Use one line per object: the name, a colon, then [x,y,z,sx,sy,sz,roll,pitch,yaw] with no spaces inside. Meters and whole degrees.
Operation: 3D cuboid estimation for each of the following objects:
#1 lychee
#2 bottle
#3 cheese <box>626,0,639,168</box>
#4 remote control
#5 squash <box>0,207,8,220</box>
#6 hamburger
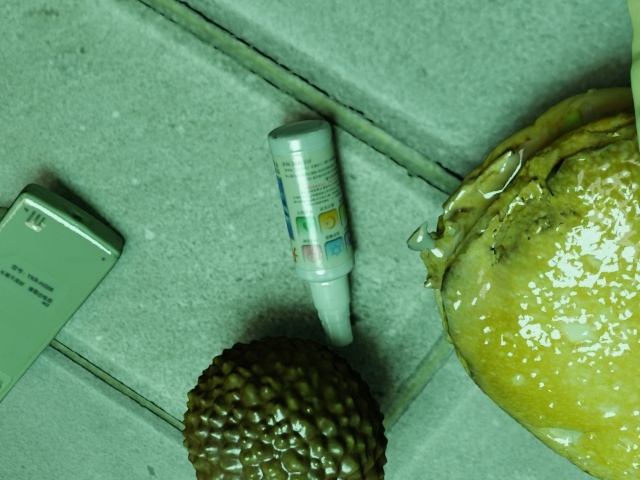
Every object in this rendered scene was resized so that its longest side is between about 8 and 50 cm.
lychee: [-0.037,0.181,0.695,0.238,0.200,0.200,15,129,61]
bottle: [0.000,0.000,0.672,0.060,0.060,0.217,-3,112,21]
cheese: [0.308,-0.124,0.403,0.384,0.384,0.104,33,163,2]
remote control: [-0.339,0.074,0.787,0.123,0.038,0.285,34,109,-20]
squash: [-0.396,0.077,0.840,0.083,0.083,0.250,20,117,10]
hamburger: [0.232,0.040,0.545,0.314,0.170,0.290,36,118,2]
